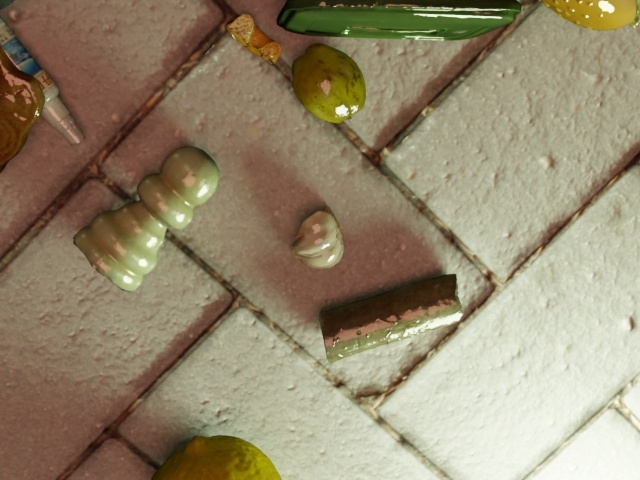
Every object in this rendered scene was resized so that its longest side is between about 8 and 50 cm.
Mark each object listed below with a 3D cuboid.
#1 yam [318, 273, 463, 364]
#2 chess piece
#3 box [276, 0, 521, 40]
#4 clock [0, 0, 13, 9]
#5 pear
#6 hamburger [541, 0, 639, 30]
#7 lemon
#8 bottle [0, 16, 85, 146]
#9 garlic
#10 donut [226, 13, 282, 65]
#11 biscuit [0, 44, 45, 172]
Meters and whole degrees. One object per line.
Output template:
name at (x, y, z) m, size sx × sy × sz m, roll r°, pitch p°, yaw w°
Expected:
yam at (0.123, 0.132, 1.531) m, size 0.259 × 0.093 × 0.093 m, roll -17°, pitch 109°, yaw -2°
chess piece at (-0.259, -0.045, 1.410) m, size 0.243 × 0.133 × 0.133 m, roll -44°, pitch 108°, yaw 2°
box at (0.107, -0.389, 1.290) m, size 0.328 × 0.253 × 0.178 m, roll 1°, pitch 95°, yaw -9°
clock at (-0.523, -0.443, 1.232) m, size 0.280 × 0.055 × 0.281 m, roll 0°, pitch 88°, yaw -5°
pear at (0.013, -0.243, 1.389) m, size 0.107 × 0.107 × 0.131 m, roll -35°, pitch 101°, yaw 4°
hamburger at (0.396, -0.435, 1.294) m, size 0.212 × 0.274 × 0.274 m, roll -43°, pitch 108°, yaw 4°
lemon at (-0.175, 0.466, 1.523) m, size 0.267 × 0.267 × 0.268 m, roll -2°, pitch 108°, yaw -7°
bottle at (-0.438, -0.236, 1.356) m, size 0.060 × 0.060 × 0.217 m, roll -36°, pitch 110°, yaw 5°
garlic at (-0.002, 0.003, 1.483) m, size 0.094 × 0.074 × 0.113 m, roll -30°, pitch 125°, yaw -8°
donut at (-0.098, -0.311, 1.375) m, size 0.083 × 0.067 × 0.038 m, roll 34°, pitch 83°, yaw 17°
biscuit at (-0.565, -0.201, 1.324) m, size 0.273 × 0.049 × 0.257 m, roll -38°, pitch 108°, yaw 21°
